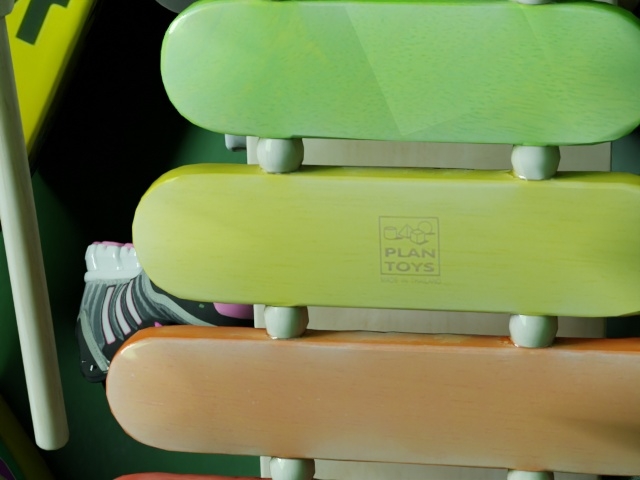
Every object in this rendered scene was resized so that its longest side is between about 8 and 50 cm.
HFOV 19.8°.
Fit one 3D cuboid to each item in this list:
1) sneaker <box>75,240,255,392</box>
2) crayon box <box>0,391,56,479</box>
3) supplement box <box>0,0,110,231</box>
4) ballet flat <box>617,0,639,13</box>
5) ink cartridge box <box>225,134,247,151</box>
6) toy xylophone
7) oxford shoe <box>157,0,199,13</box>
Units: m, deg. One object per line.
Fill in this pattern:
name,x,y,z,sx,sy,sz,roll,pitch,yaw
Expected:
sneaker,-0.068,0.041,0.825,0.170,0.063,0.074,2,80,63
crayon box,-0.265,0.086,0.827,0.106,0.363,0.313,-50,35,0
supplement box,-0.181,-0.191,0.904,0.195,0.194,0.356,-83,18,-68
ballet flat,0.089,-0.151,0.640,0.073,0.080,0.232,-14,66,22
ink cartridge box,0.003,-0.158,0.664,0.154,0.093,0.212,86,179,-49
toy xylophone,0.000,0.000,0.550,0.081,0.236,0.322,-66,-32,-67
oxford shoe,-0.014,-0.200,0.827,0.212,0.076,0.076,-58,-5,11
